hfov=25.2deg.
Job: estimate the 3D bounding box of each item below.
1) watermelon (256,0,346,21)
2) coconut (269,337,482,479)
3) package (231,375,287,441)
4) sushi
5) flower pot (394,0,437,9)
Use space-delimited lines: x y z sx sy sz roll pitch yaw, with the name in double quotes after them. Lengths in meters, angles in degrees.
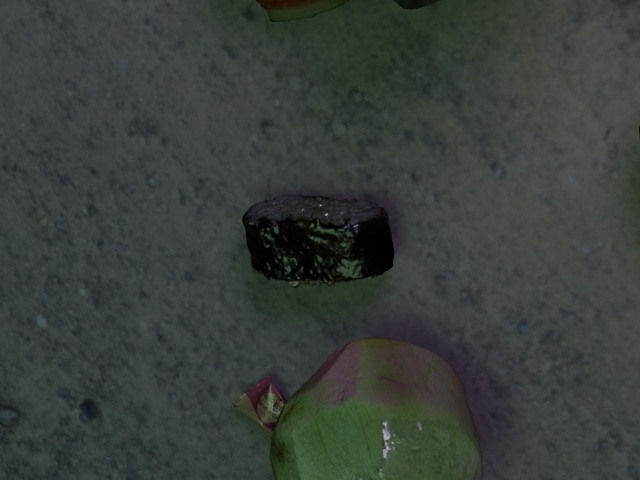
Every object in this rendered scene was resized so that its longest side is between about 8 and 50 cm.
-0.019 -0.270 1.263 0.137 0.145 0.193 -39 62 5 "watermelon"
0.052 0.203 1.406 0.204 0.236 0.236 -5 116 -9 "coconut"
-0.050 0.191 1.553 0.059 0.029 0.083 -36 106 27 "package"
0.000 0.000 1.399 0.150 0.090 0.078 1 110 28 "sushi"
0.100 -0.350 1.065 0.307 0.307 0.244 -39 84 35 "flower pot"
